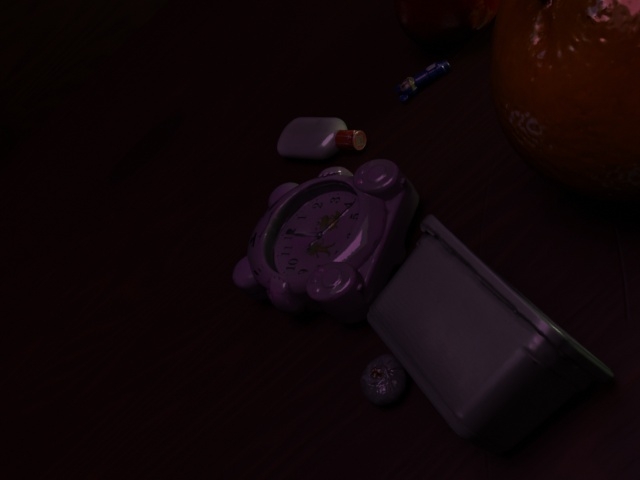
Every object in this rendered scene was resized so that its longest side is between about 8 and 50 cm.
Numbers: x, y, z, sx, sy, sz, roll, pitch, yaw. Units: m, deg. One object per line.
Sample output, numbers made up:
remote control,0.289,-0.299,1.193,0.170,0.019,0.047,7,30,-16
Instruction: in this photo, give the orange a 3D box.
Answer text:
orange,0.412,-0.265,0.935,0.424,0.326,0.424,-33,47,46

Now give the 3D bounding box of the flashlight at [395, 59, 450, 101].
flashlight,0.208,-0.332,1.428,0.121,0.035,0.057,-30,41,18

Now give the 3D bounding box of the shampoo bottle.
shampoo bottle,0.004,-0.218,1.491,0.221,0.051,0.108,11,62,45

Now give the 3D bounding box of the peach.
peach,0.253,-0.505,1.414,0.243,0.199,0.243,-22,58,39

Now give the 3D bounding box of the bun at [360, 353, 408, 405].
bun,0.095,0.209,1.056,0.083,0.045,0.083,-19,45,21

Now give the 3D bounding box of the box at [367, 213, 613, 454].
box,0.203,0.128,0.948,0.182,0.175,0.312,-49,39,9

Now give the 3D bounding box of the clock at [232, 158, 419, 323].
clock,0.000,0.000,1.264,0.322,0.113,0.295,1,58,42
